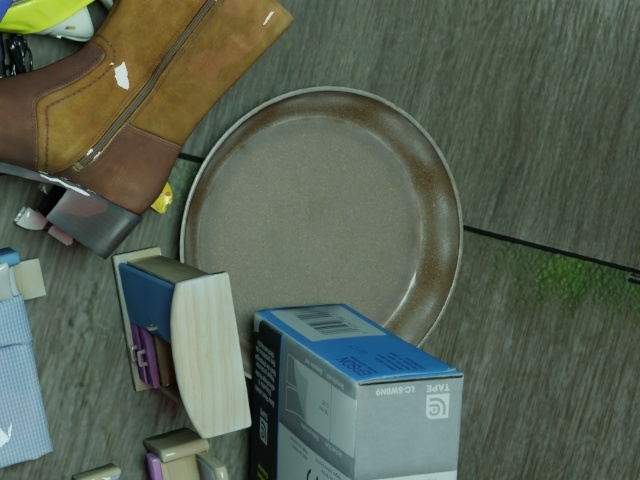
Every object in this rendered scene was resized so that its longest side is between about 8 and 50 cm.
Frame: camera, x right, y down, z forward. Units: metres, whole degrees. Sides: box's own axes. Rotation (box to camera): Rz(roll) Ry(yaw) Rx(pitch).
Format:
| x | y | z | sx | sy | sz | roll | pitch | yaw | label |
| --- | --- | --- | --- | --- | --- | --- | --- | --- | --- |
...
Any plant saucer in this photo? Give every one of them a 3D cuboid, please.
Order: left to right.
| x | y | z | sx | sy | sz | roll | pitch | yaw | label |
| --- | --- | --- | --- | --- | --- | --- | --- | --- | --- |
| 0.000 | 0.000 | 1.239 | 0.311 | 0.050 | 0.310 | -3 | 98 | -24 | plant saucer |

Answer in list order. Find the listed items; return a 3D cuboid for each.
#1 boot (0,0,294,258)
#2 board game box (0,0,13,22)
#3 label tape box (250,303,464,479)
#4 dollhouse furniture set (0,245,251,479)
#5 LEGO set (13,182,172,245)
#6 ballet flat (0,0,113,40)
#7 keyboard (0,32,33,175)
| x | y | z | sx | sy | sz | roll | pitch | yaw | label |
| --- | --- | --- | --- | --- | --- | --- | --- | --- | --- |
| -0.190 | -0.163 | 1.013 | 0.264 | 0.096 | 0.280 | 37 | 85 | -21 | boot |
| -0.378 | -0.217 | 0.864 | 0.291 | 0.141 | 0.232 | 26 | 72 | -1 | board game box |
| 0.022 | 0.249 | 1.126 | 0.106 | 0.241 | 0.333 | -3 | 102 | -23 | label tape box |
| -0.237 | 0.157 | 1.066 | 0.303 | 0.198 | 0.286 | -12 | 101 | -23 | dollhouse furniture set |
| -0.171 | -0.080 | 1.129 | 0.093 | 0.087 | 0.227 | 38 | 81 | -23 | LEGO set |
| -0.206 | -0.224 | 1.093 | 0.231 | 0.077 | 0.077 | -38 | 125 | -29 | ballet flat |
| -0.300 | -0.152 | 1.089 | 0.100 | 0.038 | 0.192 | -10 | 101 | -24 | keyboard |
